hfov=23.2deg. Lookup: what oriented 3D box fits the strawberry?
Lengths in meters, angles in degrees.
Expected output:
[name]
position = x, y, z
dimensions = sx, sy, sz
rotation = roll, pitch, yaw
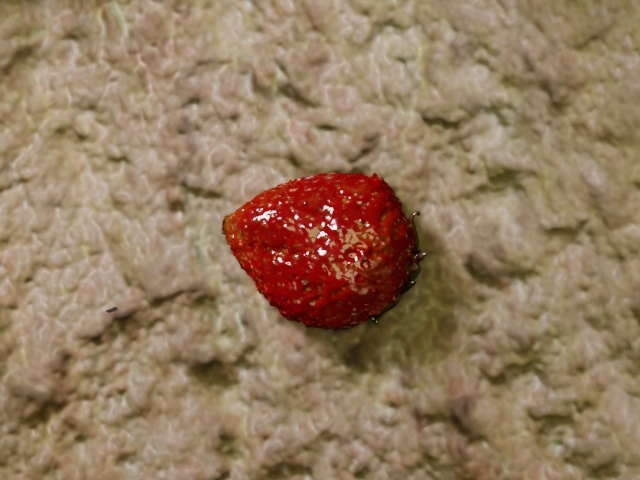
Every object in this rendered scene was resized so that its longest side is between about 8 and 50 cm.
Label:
[strawberry]
position = 0.000, 0.000, 1.359
dimensions = 0.187, 0.082, 0.146
rotation = 14, 79, 10
